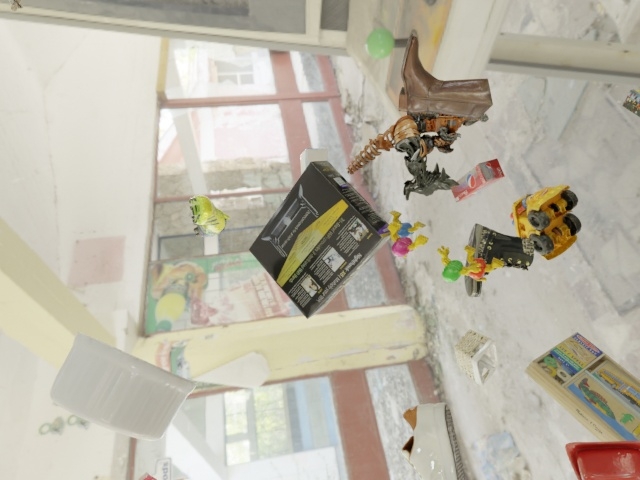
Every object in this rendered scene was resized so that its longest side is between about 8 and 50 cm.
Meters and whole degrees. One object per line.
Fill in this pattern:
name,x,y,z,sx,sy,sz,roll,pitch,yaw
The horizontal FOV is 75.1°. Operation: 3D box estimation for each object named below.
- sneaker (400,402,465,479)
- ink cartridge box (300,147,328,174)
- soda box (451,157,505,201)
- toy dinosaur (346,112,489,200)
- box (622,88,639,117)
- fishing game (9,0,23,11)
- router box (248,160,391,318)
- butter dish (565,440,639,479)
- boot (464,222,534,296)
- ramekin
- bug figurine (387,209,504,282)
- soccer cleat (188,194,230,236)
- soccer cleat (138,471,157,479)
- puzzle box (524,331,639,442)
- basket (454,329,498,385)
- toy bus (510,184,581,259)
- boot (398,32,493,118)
sneaker,0.256,0.514,0.948,0.106,0.123,0.291,-4,-97,-66
ink cartridge box,-0.030,-0.326,1.744,0.143,0.092,0.090,178,89,-75
soda box,0.654,-0.248,1.753,0.263,0.092,0.084,122,131,-75
toy dinosaur,0.226,-0.223,0.973,0.164,0.321,0.219,-39,-70,-52
box,0.872,-0.301,0.975,0.159,0.232,0.044,-95,8,-49
fishing game,-0.444,-0.386,0.478,0.189,0.041,0.264,-52,-5,19
router box,-0.009,0.002,1.012,0.243,0.081,0.309,49,121,14
butter dish,0.584,0.488,0.808,0.118,0.159,0.160,-36,-79,-54
boot,0.517,0.067,1.200,0.085,0.178,0.237,89,-165,-60
ramekin,-0.423,0.316,0.892,0.277,0.277,0.135,103,-171,-66
bug figurine,0.255,0.025,0.933,0.216,0.278,0.072,-16,-49,-60
soccer cleat,-0.349,-0.082,1.327,0.289,0.121,0.094,136,122,-70
soccer cleat,-0.293,0.443,0.600,0.095,0.248,0.083,44,-165,12
puzzle box,0.807,0.448,1.133,0.409,0.272,0.052,46,136,37
basket,0.562,0.421,1.504,0.103,0.113,0.167,27,150,48
toy bus,0.690,-0.080,1.332,0.220,0.149,0.211,63,171,-31
boot,0.156,-0.197,0.506,0.106,0.114,0.037,79,-155,-56
